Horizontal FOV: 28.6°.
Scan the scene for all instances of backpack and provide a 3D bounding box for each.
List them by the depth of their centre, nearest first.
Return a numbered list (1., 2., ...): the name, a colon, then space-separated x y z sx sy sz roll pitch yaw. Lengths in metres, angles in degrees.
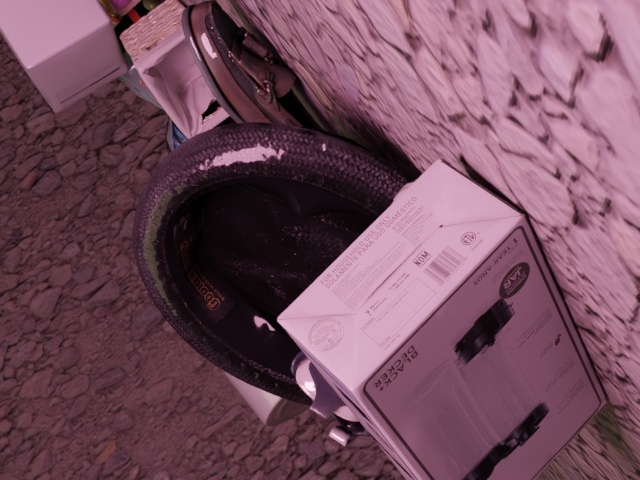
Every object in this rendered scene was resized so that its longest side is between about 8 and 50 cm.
1. backpack: -0.270 -0.289 2.077 0.182 0.152 0.115 40 -170 -19

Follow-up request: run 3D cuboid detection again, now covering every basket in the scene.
1. basket: -0.195 -0.245 1.780 0.103 0.113 0.167 51 176 42

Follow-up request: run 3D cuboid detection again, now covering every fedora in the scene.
1. fedora: 0.000 0.000 1.169 0.334 0.334 0.152 53 -149 -25

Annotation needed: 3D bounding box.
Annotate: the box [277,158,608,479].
1. box: 0.103 0.095 0.938 0.087 0.169 0.290 38 170 39

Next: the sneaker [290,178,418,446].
1. sneaker: 0.048 0.073 1.007 0.094 0.153 0.235 33 137 20

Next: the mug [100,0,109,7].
1. mug: -0.387 -0.467 2.319 0.078 0.064 0.062 53 176 -32

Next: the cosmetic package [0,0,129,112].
1. cosmetic package: -0.396 -0.332 1.784 0.224 0.138 0.225 57 172 8

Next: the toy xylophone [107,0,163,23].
1. toy xylophone: -0.313 -0.406 1.862 0.236 0.081 0.322 52 177 -22

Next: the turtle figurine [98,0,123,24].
1. turtle figurine: -0.467 -0.536 2.470 0.269 0.087 0.217 43 -175 -10

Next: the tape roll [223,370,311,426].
1. tape roll: 0.003 0.137 1.762 0.100 0.286 0.286 49 176 14

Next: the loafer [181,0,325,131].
1. loafer: -0.043 -0.145 1.310 0.267 0.084 0.096 57 -155 -27

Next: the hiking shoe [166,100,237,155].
1. hiking shoe: -0.184 -0.171 2.009 0.132 0.113 0.304 38 153 48
